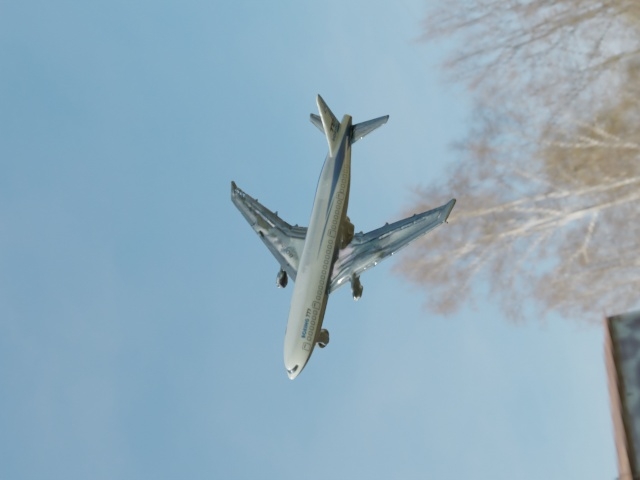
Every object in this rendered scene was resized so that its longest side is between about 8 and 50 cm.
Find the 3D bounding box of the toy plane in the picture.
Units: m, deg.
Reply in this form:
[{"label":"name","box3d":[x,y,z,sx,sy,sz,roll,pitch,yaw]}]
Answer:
[{"label":"toy plane","box3d":[0.002,-0.001,0.733,0.058,0.226,0.226,5,-89,-53]}]
